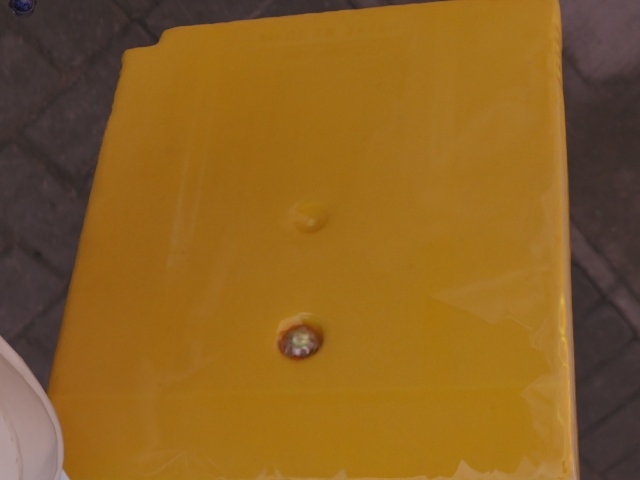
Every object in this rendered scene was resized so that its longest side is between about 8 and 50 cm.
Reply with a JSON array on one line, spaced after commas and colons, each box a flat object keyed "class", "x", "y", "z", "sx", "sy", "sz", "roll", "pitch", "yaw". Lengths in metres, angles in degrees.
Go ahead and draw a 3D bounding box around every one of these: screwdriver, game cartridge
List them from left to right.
[{"class": "screwdriver", "x": -0.232, "y": -0.187, "z": 0.964, "sx": 0.024, "sy": 0.170, "sz": 0.025, "roll": -12, "pitch": 102, "yaw": -13}, {"class": "game cartridge", "x": 0.000, "y": 0.000, "z": 0.708, "sx": 0.285, "sy": 0.324, "sz": 0.053, "roll": -3, "pitch": 145, "yaw": 13}]

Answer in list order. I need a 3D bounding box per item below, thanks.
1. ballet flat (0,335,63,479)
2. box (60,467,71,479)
[{"class": "ballet flat", "x": -0.237, "y": -0.018, "z": 0.385, "sx": 0.139, "sy": 0.400, "sz": 0.139, "roll": -48, "pitch": 163, "yaw": -20}, {"class": "box", "x": -0.269, "y": 0.040, "z": 0.646, "sx": 0.121, "sy": 0.311, "sz": 0.148, "roll": -37, "pitch": 134, "yaw": -15}]
